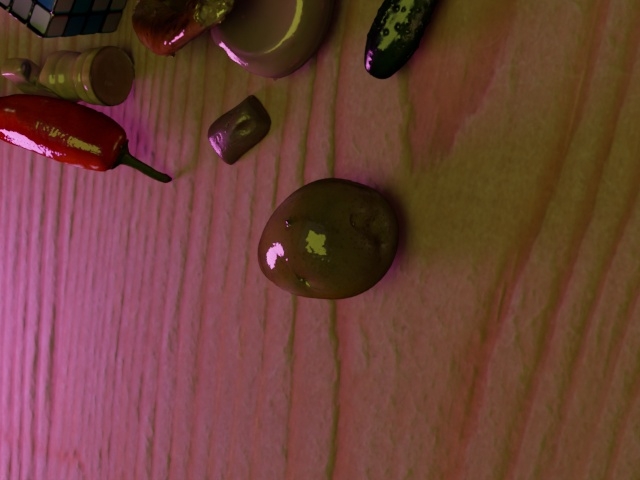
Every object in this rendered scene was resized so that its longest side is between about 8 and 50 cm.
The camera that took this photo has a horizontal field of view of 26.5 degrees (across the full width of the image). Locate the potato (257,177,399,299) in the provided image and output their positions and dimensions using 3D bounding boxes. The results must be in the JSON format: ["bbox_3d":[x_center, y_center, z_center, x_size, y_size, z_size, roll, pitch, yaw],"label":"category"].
[{"bbox_3d":[0.000,0.000,1.766,0.194,0.157,0.157,-13,93,48],"label":"potato"}]

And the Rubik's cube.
[{"bbox_3d":[-0.365,-0.390,1.911,0.154,0.151,0.155,38,117,23],"label":"Rubik's cube"}]

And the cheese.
[{"bbox_3d":[-0.037,-0.348,1.749,0.163,0.082,0.286,37,115,21],"label":"cheese"}]

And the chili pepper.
[{"bbox_3d":[-0.390,-0.165,1.992,0.368,0.137,0.092,21,89,29],"label":"chili pepper"}]

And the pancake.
[{"bbox_3d":[-0.169,-0.357,1.792,0.266,0.057,0.245,36,106,58],"label":"pancake"}]

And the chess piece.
[{"bbox_3d":[-0.375,-0.237,1.988,0.200,0.090,0.090,2,101,35],"label":"chess piece"}]

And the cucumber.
[{"bbox_3d":[0.115,-0.299,1.667,0.069,0.069,0.227,37,113,22],"label":"cucumber"}]

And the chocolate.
[{"bbox_3d":[-0.115,-0.150,1.868,0.100,0.031,0.064,-34,85,32],"label":"chocolate"}]
